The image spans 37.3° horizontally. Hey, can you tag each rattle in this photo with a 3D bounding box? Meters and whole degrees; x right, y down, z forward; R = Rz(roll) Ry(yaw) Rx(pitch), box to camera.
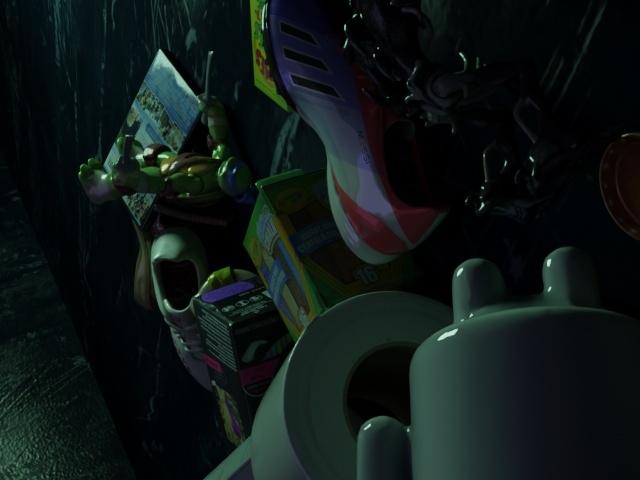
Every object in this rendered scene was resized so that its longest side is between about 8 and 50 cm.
[{"bbox_3d":[-0.105,0.141,1.503,0.199,0.130,0.143,36,158,11],"label":"rattle"}]

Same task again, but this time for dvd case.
[{"bbox_3d":[-0.274,-0.165,1.567,0.180,0.022,0.253,52,121,36],"label":"dvd case"}]

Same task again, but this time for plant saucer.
[{"bbox_3d":[0.241,-0.040,0.700,0.083,0.013,0.084,45,145,44],"label":"plant saucer"}]

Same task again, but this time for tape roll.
[{"bbox_3d":[0.062,0.195,0.964,0.246,0.246,0.169,63,155,19],"label":"tape roll"}]

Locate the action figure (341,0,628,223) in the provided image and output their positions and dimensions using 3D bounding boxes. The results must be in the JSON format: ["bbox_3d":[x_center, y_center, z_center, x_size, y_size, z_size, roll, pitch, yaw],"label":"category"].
[{"bbox_3d":[0.110,-0.148,0.756,0.276,0.141,0.164,53,154,17],"label":"action figure"}]

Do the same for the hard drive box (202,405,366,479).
[{"bbox_3d":[-0.026,0.318,1.188,0.181,0.232,0.089,44,-161,-7],"label":"hard drive box"}]

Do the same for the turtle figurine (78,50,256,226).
[{"bbox_3d":[-0.236,-0.146,1.388,0.266,0.274,0.198,-3,62,37],"label":"turtle figurine"}]

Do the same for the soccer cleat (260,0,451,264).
[{"bbox_3d":[0.037,-0.137,0.984,0.116,0.108,0.318,-32,75,45],"label":"soccer cleat"}]

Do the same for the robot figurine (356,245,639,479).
[{"bbox_3d":[0.169,0.185,0.697,0.200,0.299,0.354,48,-142,-56],"label":"robot figurine"}]

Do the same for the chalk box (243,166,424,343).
[{"bbox_3d":[0.000,0.000,1.097,0.213,0.132,0.132,61,154,21],"label":"chalk box"}]

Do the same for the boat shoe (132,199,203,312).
[{"bbox_3d":[-0.258,-0.004,1.701,0.123,0.123,0.342,22,121,21],"label":"boat shoe"}]

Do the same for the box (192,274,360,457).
[{"bbox_3d":[-0.054,0.193,1.306,0.143,0.165,0.270,23,128,59],"label":"box"}]

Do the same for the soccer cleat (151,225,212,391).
[{"bbox_3d":[-0.218,0.139,1.609,0.143,0.116,0.331,-82,-23,-67],"label":"soccer cleat"}]

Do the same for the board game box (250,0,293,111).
[{"bbox_3d":[-0.044,-0.255,1.122,0.092,0.043,0.181,44,144,46],"label":"board game box"}]
